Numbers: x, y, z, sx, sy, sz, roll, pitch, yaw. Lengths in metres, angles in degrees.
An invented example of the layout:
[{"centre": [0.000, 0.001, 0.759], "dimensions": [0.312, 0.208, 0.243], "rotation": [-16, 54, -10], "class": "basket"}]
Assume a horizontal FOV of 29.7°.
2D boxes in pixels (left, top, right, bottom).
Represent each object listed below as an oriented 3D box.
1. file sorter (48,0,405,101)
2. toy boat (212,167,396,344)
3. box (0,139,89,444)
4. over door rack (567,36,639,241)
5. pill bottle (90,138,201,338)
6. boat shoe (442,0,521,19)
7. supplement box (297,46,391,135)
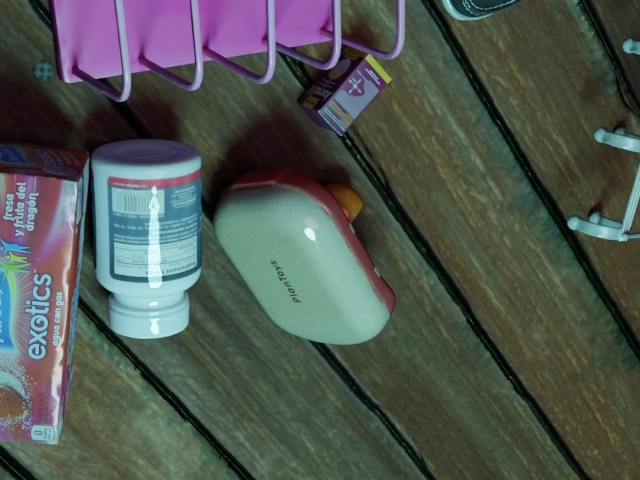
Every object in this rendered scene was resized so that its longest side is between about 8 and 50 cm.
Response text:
[{"centre": [-0.086, -0.250, 1.106], "dimensions": [0.290, 0.182, 0.202], "rotation": [-14, 114, -25], "class": "file sorter"}, {"centre": [0.000, 0.000, 1.290], "dimensions": [0.151, 0.151, 0.231], "rotation": [-57, 130, -36], "class": "toy boat"}, {"centre": [-0.286, 0.045, 1.114], "dimensions": [0.122, 0.128, 0.257], "rotation": [6, 106, -7], "class": "box"}, {"centre": [0.436, -0.115, 1.509], "dimensions": [0.324, 0.108, 0.240], "rotation": [2, 107, -45], "class": "over door rack"}, {"centre": [-0.171, -0.002, 1.192], "dimensions": [0.108, 0.108, 0.180], "rotation": [-8, 112, -27], "class": "pill bottle"}, {"centre": [0.263, -0.343, 1.324], "dimensions": [0.302, 0.091, 0.114], "rotation": [-42, 122, -10], "class": "boat shoe"}, {"centre": [0.025, -0.159, 1.279], "dimensions": [0.083, 0.055, 0.043], "rotation": [-50, 122, -6], "class": "supplement box"}]
